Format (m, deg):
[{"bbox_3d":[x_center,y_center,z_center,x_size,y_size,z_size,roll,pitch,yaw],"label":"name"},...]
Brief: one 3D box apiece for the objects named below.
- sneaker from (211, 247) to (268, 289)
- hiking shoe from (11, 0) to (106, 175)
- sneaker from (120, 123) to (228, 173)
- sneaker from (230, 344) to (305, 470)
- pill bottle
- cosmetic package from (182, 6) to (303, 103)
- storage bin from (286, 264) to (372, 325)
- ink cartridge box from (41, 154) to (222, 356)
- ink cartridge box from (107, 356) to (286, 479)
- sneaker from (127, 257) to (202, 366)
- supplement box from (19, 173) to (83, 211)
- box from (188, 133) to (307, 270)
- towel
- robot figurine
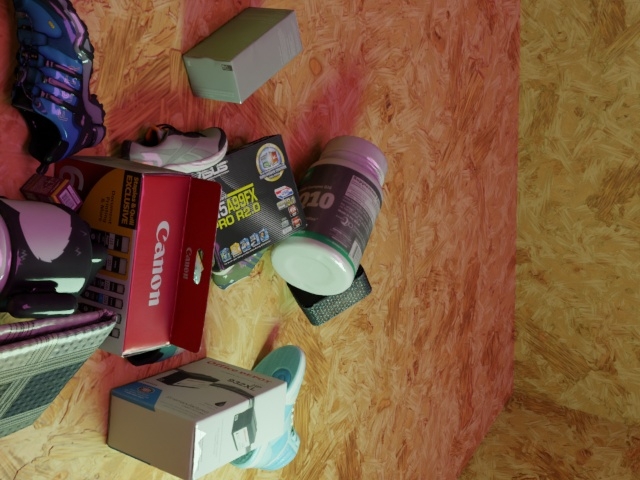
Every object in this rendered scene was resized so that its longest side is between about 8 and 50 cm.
[{"bbox_3d":[-0.170,0.038,1.949,0.192,0.064,0.086,-39,146,-29],"label":"sneaker"},{"bbox_3d":[-0.426,-0.258,1.367,0.132,0.113,0.304,-47,138,-42],"label":"hiking shoe"},{"bbox_3d":[-0.274,-0.178,1.673,0.271,0.100,0.108,-33,123,-50],"label":"sneaker"},{"bbox_3d":[-0.102,0.422,2.163,0.319,0.127,0.208,-61,145,-9],"label":"sneaker"},{"bbox_3d":[0.032,-0.067,2.098,0.204,0.204,0.361,66,37,-46],"label":"pill bottle"},{"bbox_3d":[-0.153,-0.379,1.769,0.238,0.127,0.107,-49,140,-36],"label":"cosmetic package"},{"bbox_3d":[0.022,0.113,2.189,0.180,0.122,0.084,-32,137,-6],"label":"storage bin"},{"bbox_3d":[-0.325,0.026,1.488,0.130,0.272,0.309,-6,105,-59],"label":"ink cartridge box"},{"bbox_3d":[-0.245,0.355,1.794,0.307,0.223,0.129,-11,110,-58],"label":"ink cartridge box"},{"bbox_3d":[-0.306,0.129,1.672,0.121,0.108,0.302,-27,142,-41],"label":"sneaker"},{"bbox_3d":[-0.443,-0.073,1.439,0.043,0.083,0.055,-58,145,-32],"label":"supplement box"},{"bbox_3d":[-0.162,-0.083,1.838,0.270,0.060,0.216,-28,109,-42],"label":"box"},{"bbox_3d":[-0.507,0.227,1.342,0.312,0.056,0.324,-47,162,27],"label":"towel"},{"bbox_3d":[-0.458,0.021,1.313,0.278,0.209,0.173,3,92,-55],"label":"robot figurine"}]
